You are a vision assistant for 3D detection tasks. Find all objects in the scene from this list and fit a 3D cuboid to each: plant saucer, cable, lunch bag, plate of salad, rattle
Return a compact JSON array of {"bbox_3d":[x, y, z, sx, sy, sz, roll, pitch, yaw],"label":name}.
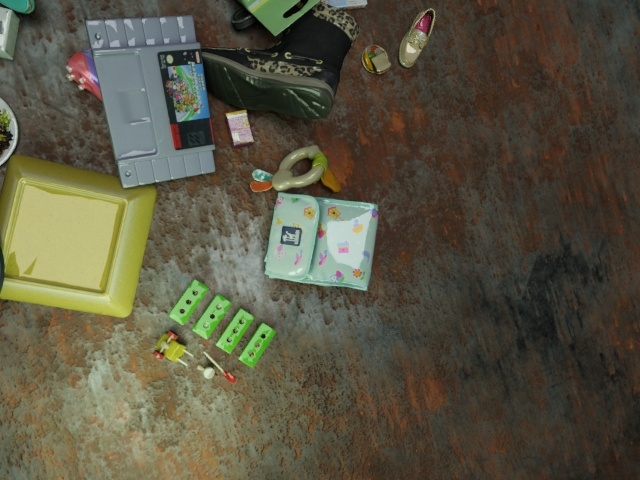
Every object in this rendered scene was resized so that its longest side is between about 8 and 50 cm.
[{"bbox_3d":[-0.577,-0.006,1.130,0.333,0.081,0.332,12,87,-14],"label":"plant saucer"},{"bbox_3d":[-0.109,-0.639,1.244,0.287,0.072,0.139,-25,60,-4],"label":"cable"},{"bbox_3d":[0.000,0.000,1.243,0.262,0.160,0.223,9,91,-3],"label":"lunch bag"},{"bbox_3d":[-0.782,-0.246,1.092,0.200,0.048,0.199,0,89,-15],"label":"plate of salad"},{"bbox_3d":[-0.065,-0.150,1.288,0.200,0.143,0.130,-32,65,3],"label":"rattle"}]

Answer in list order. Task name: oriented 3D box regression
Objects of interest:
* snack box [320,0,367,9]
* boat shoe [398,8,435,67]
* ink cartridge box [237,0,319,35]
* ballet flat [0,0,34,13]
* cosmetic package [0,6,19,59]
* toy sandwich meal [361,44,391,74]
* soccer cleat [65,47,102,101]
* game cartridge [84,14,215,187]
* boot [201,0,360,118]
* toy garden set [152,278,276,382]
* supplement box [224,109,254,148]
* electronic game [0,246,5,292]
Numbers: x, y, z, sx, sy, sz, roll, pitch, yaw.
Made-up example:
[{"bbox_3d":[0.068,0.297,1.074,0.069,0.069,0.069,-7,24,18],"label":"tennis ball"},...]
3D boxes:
[{"bbox_3d":[0.033,-0.646,1.316,0.178,0.022,0.064,-13,92,-14],"label":"snack box"},{"bbox_3d":[0.266,-0.560,1.358,0.063,0.059,0.170,22,85,-14],"label":"boat shoe"},{"bbox_3d":[-0.110,-0.609,1.179,0.171,0.056,0.235,-39,57,1],"label":"ink cartridge box"},{"bbox_3d":[-0.723,-0.593,1.085,0.247,0.087,0.083,31,119,-9],"label":"ballet flat"},{"bbox_3d":[-0.804,-0.478,1.079,0.239,0.060,0.098,8,87,-15],"label":"cosmetic package"},{"bbox_3d":[0.152,-0.492,1.343,0.086,0.029,0.085,0,90,-15],"label":"toy sandwich meal"},{"bbox_3d":[-0.475,-0.341,1.159,0.248,0.083,0.095,43,66,-12],"label":"soccer cleat"},{"bbox_3d":[-0.367,-0.311,1.115,0.230,0.068,0.354,-13,115,-20],"label":"game cartridge"},{"bbox_3d":[-0.104,-0.461,1.214,0.378,0.138,0.284,16,64,16],"label":"boot"},{"bbox_3d":[-0.269,0.244,1.228,0.244,0.049,0.203,36,80,-13],"label":"toy garden set"},{"bbox_3d":[-0.204,-0.279,1.244,0.055,0.043,0.083,-14,93,-15],"label":"supplement box"},{"bbox_3d":[-0.768,0.067,1.053,0.229,0.048,0.229,-1,86,15],"label":"electronic game"}]
